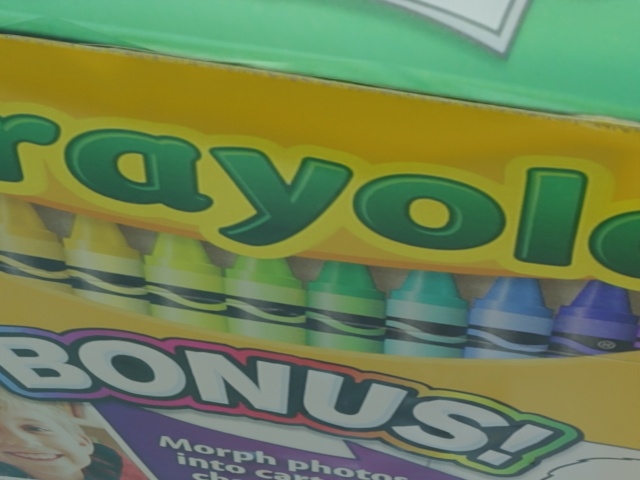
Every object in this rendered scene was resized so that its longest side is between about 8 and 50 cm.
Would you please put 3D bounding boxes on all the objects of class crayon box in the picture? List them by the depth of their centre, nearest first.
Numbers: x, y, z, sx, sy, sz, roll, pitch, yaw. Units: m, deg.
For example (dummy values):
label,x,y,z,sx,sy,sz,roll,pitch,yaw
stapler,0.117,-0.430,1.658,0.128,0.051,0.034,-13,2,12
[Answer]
label,x,y,z,sx,sy,sz,roll,pitch,yaw
crayon box,0.000,0.000,0.556,0.363,0.106,0.313,9,-26,5
